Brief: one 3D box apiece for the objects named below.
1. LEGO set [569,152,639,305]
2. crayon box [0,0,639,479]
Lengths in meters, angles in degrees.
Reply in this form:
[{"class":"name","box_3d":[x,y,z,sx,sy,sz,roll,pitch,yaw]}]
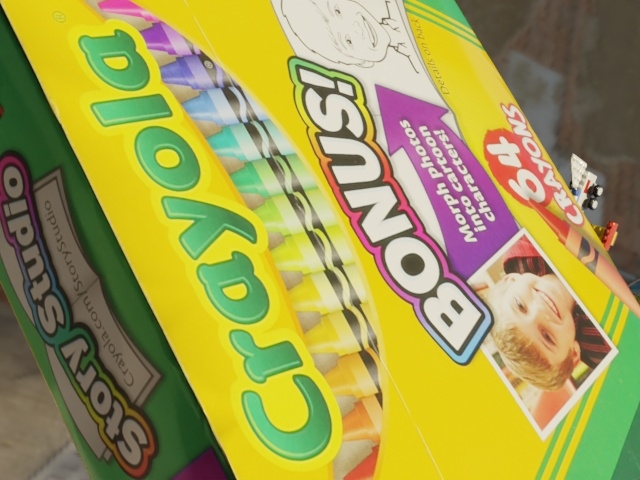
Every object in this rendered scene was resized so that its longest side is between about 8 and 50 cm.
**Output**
[{"class":"LEGO set","box_3d":[0.219,0.038,1.280,0.182,0.060,0.244,-35,-125,27]},{"class":"crayon box","box_3d":[0.000,0.000,0.658,0.106,0.313,0.363,-41,-109,40]}]
